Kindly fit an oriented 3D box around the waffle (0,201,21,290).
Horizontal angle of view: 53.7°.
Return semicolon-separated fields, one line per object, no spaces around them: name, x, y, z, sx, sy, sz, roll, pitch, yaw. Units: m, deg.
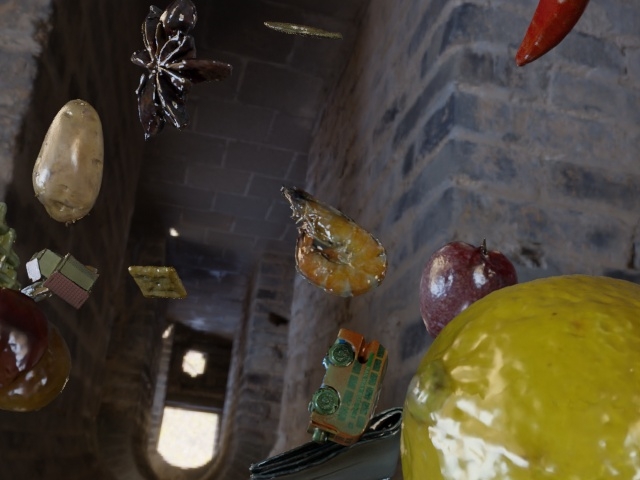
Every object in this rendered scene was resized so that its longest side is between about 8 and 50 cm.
waffle;-0.740;0.039;1.275;0.056;0.309;0.292;6;-163;31

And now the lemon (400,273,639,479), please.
lemon;0.234;0.186;0.549;0.336;0.335;0.336;5;160;2

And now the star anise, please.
star anise;-0.278;-0.321;1.185;0.129;0.282;0.212;-6;154;-44

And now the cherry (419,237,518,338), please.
cherry;0.354;0.128;1.543;0.230;0.203;0.300;13;115;-29

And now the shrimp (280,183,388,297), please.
shrimp;0.000;0.000;1.281;0.317;0.164;0.062;43;156;28

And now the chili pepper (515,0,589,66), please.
chili pepper;0.355;-0.349;0.936;0.071;0.063;0.272;25;159;8

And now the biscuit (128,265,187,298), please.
biscuit;-0.275;0.071;1.075;0.083;0.018;0.081;1;139;11

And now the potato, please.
potato;-0.493;-0.152;1.238;0.128;0.234;0.161;9;-157;-42

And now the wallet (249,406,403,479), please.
wallet;0.018;0.413;1.146;0.291;0.054;0.251;-17;144;-13

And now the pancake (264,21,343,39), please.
pancake;-0.025;-0.297;0.898;0.115;0.011;0.115;7;-159;-3

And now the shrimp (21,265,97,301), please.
shrimp;-0.479;0.085;1.137;0.180;0.041;0.099;-16;-166;26

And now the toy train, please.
toy train;0.041;0.236;0.998;0.099;0.188;0.072;20;148;1

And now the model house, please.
model house;-0.361;0.052;0.875;0.057;0.058;0.083;-22;127;36

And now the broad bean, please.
broad bean;-0.481;0.159;0.953;0.122;0.156;0.228;-34;102;37
